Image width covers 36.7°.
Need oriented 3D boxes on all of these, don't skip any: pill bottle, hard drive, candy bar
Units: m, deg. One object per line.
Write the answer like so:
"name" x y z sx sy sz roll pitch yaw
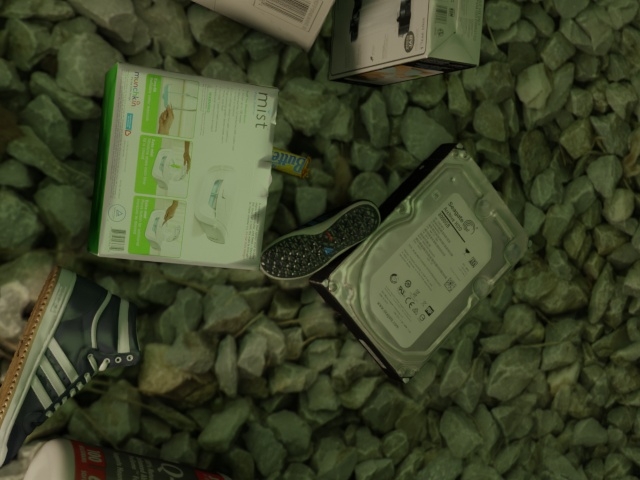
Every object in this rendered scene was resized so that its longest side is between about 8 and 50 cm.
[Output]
"pill bottle" -0.228 0.411 1.338 0.363 0.210 0.210 19 85 -26
"hard drive" 0.173 0.034 1.586 0.339 0.064 0.237 -45 110 -17
"candy bar" -0.087 -0.132 1.476 0.162 0.018 0.040 17 86 -25

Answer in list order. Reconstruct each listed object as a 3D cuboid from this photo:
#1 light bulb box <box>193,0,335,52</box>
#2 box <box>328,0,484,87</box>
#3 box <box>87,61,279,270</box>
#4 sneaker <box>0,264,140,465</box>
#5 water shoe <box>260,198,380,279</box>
"light bulb box" -0.024 -0.494 1.272 0.225 0.358 0.361 24 83 -7
"box" 0.119 -0.324 1.412 0.087 0.290 0.169 4 90 -27
"box" -0.193 -0.099 1.357 0.231 0.127 0.261 5 91 -21
"sneaker" -0.347 0.191 1.329 0.153 0.099 0.282 24 80 -23
"water shoe" 0.000 0.000 1.500 0.203 0.080 0.073 -24 101 3
